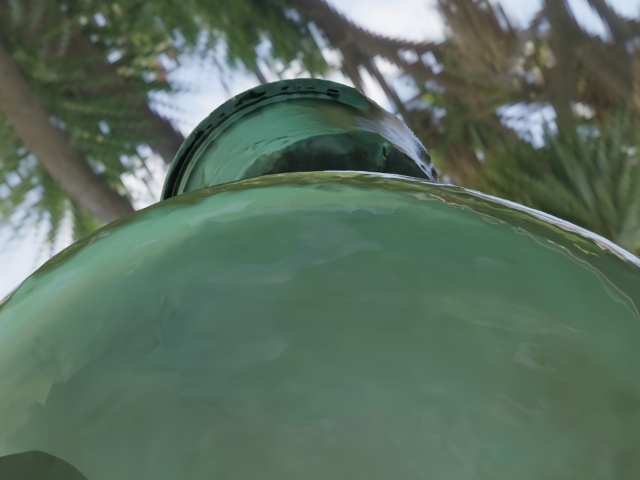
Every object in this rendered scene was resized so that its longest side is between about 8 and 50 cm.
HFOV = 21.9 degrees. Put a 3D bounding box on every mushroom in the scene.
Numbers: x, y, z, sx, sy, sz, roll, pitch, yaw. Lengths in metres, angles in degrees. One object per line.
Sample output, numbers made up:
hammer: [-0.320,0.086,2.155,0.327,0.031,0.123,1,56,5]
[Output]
mushroom: [0.012,0.157,0.582,0.362,0.362,0.294,-26,171,7]

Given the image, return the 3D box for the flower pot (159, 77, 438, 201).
flower pot: [0.000,0.000,0.845,0.157,0.157,0.107,-32,-165,-4]
